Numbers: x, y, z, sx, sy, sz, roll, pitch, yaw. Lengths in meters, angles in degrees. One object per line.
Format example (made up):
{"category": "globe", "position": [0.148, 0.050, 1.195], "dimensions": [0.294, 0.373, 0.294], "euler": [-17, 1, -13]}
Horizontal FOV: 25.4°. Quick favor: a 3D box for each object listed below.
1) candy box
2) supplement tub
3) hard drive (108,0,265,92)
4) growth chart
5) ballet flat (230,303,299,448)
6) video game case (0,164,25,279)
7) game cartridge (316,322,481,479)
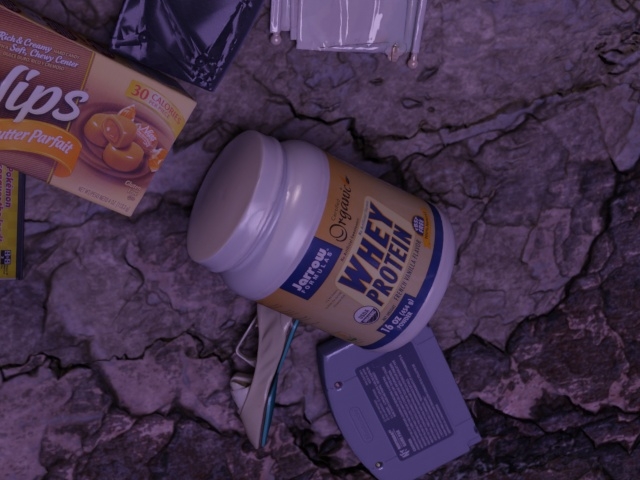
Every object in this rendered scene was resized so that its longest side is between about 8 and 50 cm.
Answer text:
{"category": "candy box", "position": [-0.337, -0.173, 1.797], "dimensions": [0.316, 0.087, 0.183], "euler": [24, 102, -35]}
{"category": "supplement tub", "position": [0.000, 0.000, 1.935], "dimensions": [0.316, 0.228, 0.228], "euler": [24, 107, -26]}
{"category": "hard drive", "position": [-0.154, -0.334, 1.814], "dimensions": [0.172, 0.054, 0.254], "euler": [20, 105, -26]}
{"category": "growth chart", "position": [0.041, -0.324, 1.904], "dimensions": [0.237, 0.021, 0.172], "euler": [5, 114, -19]}
{"category": "ballet flat", "position": [-0.091, 0.191, 2.100], "dimensions": [0.086, 0.086, 0.248], "euler": [8, 112, -20]}
{"category": "video game case", "position": [-0.514, -0.074, 1.859], "dimensions": [0.248, 0.035, 0.274], "euler": [0, 115, -16]}
{"category": "game cartridge", "position": [0.114, 0.244, 2.193], "dimensions": [0.196, 0.060, 0.294], "euler": [-28, 120, -5]}
